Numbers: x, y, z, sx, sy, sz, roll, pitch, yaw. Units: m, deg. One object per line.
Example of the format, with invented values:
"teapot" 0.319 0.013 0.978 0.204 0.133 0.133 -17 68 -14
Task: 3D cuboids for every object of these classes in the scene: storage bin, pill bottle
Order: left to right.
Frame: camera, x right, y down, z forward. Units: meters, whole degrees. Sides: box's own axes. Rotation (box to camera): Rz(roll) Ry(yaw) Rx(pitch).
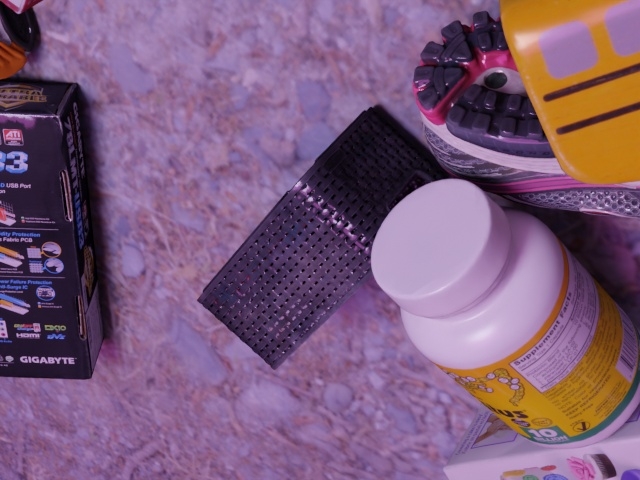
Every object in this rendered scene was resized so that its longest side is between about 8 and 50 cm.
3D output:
"storage bin" 0.000 0.000 0.841 0.084 0.122 0.180 42 132 0
"pill bottle" 0.127 0.050 0.751 0.117 0.118 0.208 -12 142 36

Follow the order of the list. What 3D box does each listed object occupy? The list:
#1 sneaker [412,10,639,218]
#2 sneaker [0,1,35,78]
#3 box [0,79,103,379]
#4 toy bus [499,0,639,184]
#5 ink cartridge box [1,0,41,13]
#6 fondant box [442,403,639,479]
"sneaker" 0.209 -0.063 0.695 0.299 0.121 0.112 17 157 20
"sneaker" -0.340 -0.246 0.900 0.121 0.099 0.262 0 119 36
"box" -0.358 -0.006 1.016 0.295 0.073 0.293 2 123 0
"toy bus" 0.265 -0.132 0.542 0.332 0.108 0.130 -18 119 21
"ink cartridge box" -0.177 -0.262 0.735 0.128 0.176 0.127 36 134 6
"fondant box" 0.292 0.211 0.829 0.330 0.096 0.238 -19 109 37
